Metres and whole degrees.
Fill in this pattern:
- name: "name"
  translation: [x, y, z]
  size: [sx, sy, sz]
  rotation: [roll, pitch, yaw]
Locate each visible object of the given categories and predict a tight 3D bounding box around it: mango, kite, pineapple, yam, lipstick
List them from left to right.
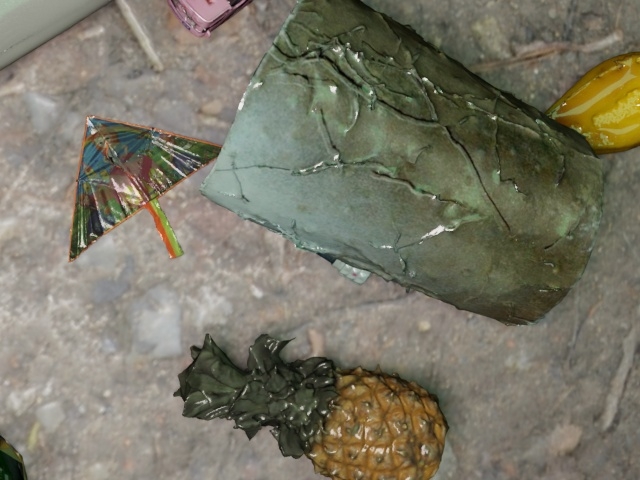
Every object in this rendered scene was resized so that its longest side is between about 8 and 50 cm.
- name: "kite"
  translation: [-0.175, -0.053, 0.947]
  size: [0.190, 0.010, 0.159]
  rotation: [-38, 98, -15]
- name: "pineapple"
  translation: [-0.010, 0.157, 0.927]
  size: [0.248, 0.128, 0.128]
  rotation: [23, 79, -10]
- name: "lipstick"
  translation: [0.000, 0.000, 0.985]
  size: [0.116, 0.037, 0.037]
  rotation: [33, 77, -8]
- name: "yam"
  translation: [0.076, -0.074, 0.911]
  size: [0.348, 0.241, 0.241]
  rotation: [26, 79, -15]
- name: "mango"
  translation: [0.320, -0.145, 1.080]
  size: [0.187, 0.066, 0.101]
  rotation: [-24, 101, -12]

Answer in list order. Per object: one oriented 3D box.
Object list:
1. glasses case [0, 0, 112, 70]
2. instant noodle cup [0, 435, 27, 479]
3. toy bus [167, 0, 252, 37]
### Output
- name: "glasses case"
  translation: [-0.282, -0.231, 0.891]
  size: [0.308, 0.083, 0.128]
  rotation: [-37, 91, -16]
- name: "instant noodle cup"
  translation: [-0.338, 0.250, 0.786]
  size: [0.240, 0.178, 0.240]
  rotation: [1, 86, -17]
- name: "toy bus"
  translation: [-0.056, -0.275, 0.959]
  size: [0.203, 0.090, 0.063]
  rotation: [-40, 97, -17]
